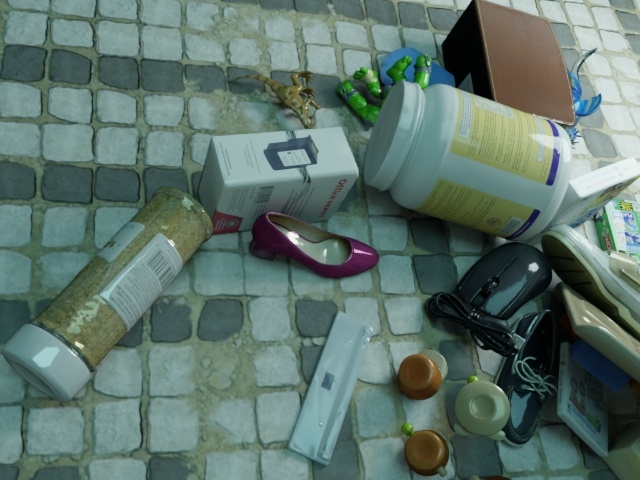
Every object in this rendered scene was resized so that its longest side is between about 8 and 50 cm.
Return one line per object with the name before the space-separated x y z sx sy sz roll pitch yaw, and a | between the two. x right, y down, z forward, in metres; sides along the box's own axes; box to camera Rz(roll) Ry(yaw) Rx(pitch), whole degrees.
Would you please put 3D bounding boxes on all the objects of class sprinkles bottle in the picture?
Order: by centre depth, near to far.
sprinkles bottle | -0.311 0.072 1.046 0.121 0.121 0.355 35 57 2

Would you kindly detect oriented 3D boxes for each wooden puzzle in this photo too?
wooden puzzle | 0.539 0.224 1.181 0.322 0.348 0.080 39 103 5

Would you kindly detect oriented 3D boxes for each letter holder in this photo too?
letter holder | 0.410 -0.345 1.495 0.214 0.152 0.302 7 62 -18

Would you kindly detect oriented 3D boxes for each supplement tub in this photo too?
supplement tub | 0.270 -0.152 1.291 0.331 0.241 0.241 17 59 -10

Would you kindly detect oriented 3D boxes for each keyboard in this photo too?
keyboard | 0.021 0.238 1.137 0.072 0.014 0.256 23 58 0

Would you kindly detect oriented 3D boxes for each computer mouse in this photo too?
computer mouse | 0.341 0.079 1.263 0.188 0.072 0.272 30 49 29

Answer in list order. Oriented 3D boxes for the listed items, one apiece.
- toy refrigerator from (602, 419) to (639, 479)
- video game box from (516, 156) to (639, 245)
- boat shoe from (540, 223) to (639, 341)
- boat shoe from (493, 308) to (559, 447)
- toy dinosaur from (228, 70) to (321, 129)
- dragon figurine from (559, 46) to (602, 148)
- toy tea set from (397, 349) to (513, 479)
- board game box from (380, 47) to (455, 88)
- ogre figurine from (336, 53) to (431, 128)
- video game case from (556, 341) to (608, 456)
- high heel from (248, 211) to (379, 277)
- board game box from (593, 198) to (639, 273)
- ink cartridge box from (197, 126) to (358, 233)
toy refrigerator | 0.629 0.445 1.184 0.102 0.094 0.269 -30 77 -30
video game box | 0.503 -0.072 1.348 0.187 0.205 0.048 -16 68 -26
boat shoe | 0.550 0.067 1.323 0.302 0.113 0.103 45 79 -12
boat shoe | 0.374 0.239 1.214 0.095 0.079 0.255 30 59 -6
toy dinosaur | -0.065 -0.293 1.355 0.211 0.064 0.112 42 60 6
dragon figurine | 0.581 -0.314 1.570 0.144 0.085 0.289 43 63 4
toy tea set | 0.223 0.340 1.114 0.200 0.124 0.336 -9 66 10
board game box | 0.207 -0.344 1.494 0.168 0.033 0.133 37 63 9
ogre figurine | 0.145 -0.304 1.411 0.197 0.097 0.118 -14 76 -18
video game case | 0.466 0.280 1.210 0.157 0.019 0.143 43 47 -27
high heel | 0.000 0.000 1.191 0.244 0.117 0.082 12 60 -12
board game box | 0.752 0.024 1.476 0.317 0.046 0.214 5 61 -16
ink cartridge box | -0.077 -0.102 1.186 0.237 0.172 0.100 -8 66 -22
